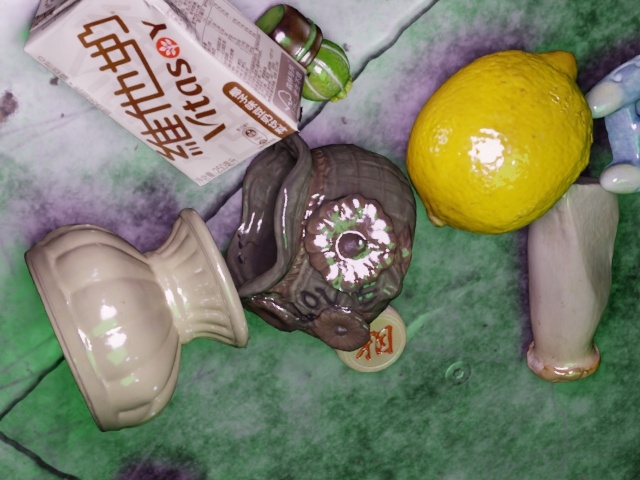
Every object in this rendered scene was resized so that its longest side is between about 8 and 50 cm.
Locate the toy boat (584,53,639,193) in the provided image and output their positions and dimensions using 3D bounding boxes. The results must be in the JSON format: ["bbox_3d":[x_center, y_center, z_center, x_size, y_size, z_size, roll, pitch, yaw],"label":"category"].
[{"bbox_3d":[0.560,-0.197,1.963,0.330,0.123,0.215,-20,101,-24],"label":"toy boat"}]

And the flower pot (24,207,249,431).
[{"bbox_3d":[-0.246,0.098,1.763,0.244,0.307,0.307,-22,122,-10],"label":"flower pot"}]

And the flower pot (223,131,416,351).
[{"bbox_3d":[0.000,0.000,1.799,0.213,0.302,0.301,15,110,-17],"label":"flower pot"}]

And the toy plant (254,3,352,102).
[{"bbox_3d":[-0.021,-0.255,1.782,0.093,0.093,0.162,-46,122,7],"label":"toy plant"}]

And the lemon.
[{"bbox_3d":[0.265,-0.147,1.857,0.320,0.245,0.245,-49,122,2],"label":"lemon"}]

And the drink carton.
[{"bbox_3d":[-0.194,-0.232,1.666,0.194,0.132,0.324,-29,127,33],"label":"drink carton"}]

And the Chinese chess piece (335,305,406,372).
[{"bbox_3d":[0.080,0.156,2.060,0.122,0.051,0.122,-9,119,-16],"label":"Chinese chess piece"}]

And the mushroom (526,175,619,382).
[{"bbox_3d":[0.408,0.048,2.079,0.154,0.138,0.407,-46,142,-45],"label":"mushroom"}]
